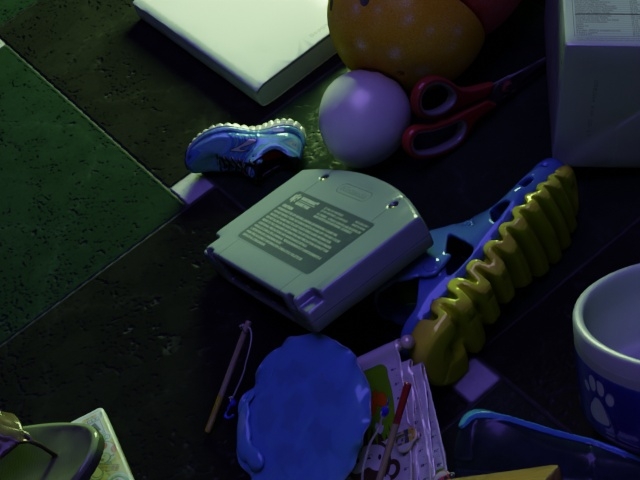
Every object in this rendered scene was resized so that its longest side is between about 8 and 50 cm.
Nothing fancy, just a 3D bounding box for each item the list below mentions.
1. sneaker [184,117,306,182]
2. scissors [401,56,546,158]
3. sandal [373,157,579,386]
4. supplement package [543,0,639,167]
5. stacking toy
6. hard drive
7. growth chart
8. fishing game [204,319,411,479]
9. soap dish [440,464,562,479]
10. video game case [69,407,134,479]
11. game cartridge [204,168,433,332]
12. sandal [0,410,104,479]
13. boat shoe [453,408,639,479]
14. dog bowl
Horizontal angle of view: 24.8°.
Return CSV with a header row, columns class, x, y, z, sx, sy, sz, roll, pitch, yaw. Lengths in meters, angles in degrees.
class,x,y,z,sx,sy,sz,roll,pitch,yaw
sneaker,-0.099,-0.110,1.886,0.162,0.063,0.073,-10,52,9
scissors,0.222,-0.182,1.866,0.297,0.109,0.021,-19,29,-32
sandal,0.174,0.014,1.662,0.138,0.126,0.317,28,61,38
supplement package,0.377,-0.248,1.748,0.198,0.199,0.263,1,50,4
stacking toy,0.124,-0.312,1.875,0.350,0.350,0.480,12,71,26
hard drive,-0.103,-0.326,2.086,0.203,0.040,0.307,-39,50,-17
growth chart,0.063,0.217,1.541,0.172,0.021,0.237,-35,50,24
fishing game,-0.015,0.195,1.579,0.264,0.041,0.189,12,83,41
soap dish,0.096,0.341,1.349,0.290,0.118,0.229,-9,80,8
video game case,-0.310,0.312,1.613,0.227,0.026,0.206,-26,48,-6
game cartridge,0.000,0.000,1.701,0.198,0.062,0.297,-33,25,-16
sandal,-0.385,0.238,1.624,0.302,0.086,0.120,2,52,19
boat shoe,0.256,0.240,1.448,0.258,0.109,0.089,15,83,8
dog bowl,0.386,0.113,1.450,0.264,0.104,0.265,-6,23,3
